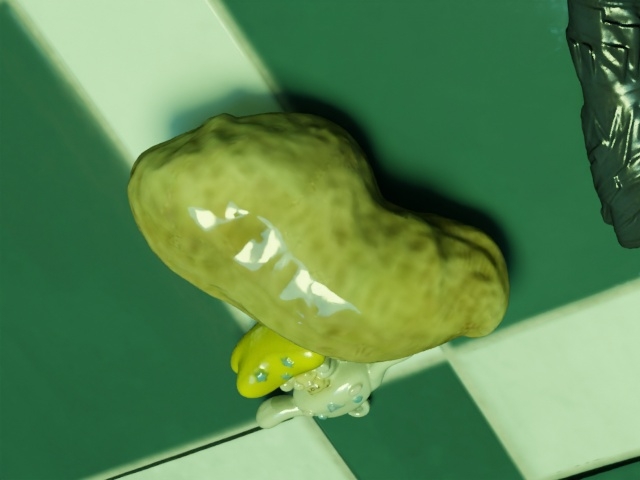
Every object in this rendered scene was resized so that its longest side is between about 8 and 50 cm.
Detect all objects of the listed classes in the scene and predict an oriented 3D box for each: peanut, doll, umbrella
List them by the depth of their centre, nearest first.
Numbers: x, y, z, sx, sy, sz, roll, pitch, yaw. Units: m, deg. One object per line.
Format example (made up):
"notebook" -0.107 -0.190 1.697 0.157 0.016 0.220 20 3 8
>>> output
"umbrella" 0.174 -0.113 0.796 0.071 0.071 0.248 -11 111 23
"peanut" 0.000 0.000 0.878 0.253 0.122 0.137 33 96 -8
"doll" -0.009 0.095 0.984 0.113 0.071 0.135 21 131 -19
